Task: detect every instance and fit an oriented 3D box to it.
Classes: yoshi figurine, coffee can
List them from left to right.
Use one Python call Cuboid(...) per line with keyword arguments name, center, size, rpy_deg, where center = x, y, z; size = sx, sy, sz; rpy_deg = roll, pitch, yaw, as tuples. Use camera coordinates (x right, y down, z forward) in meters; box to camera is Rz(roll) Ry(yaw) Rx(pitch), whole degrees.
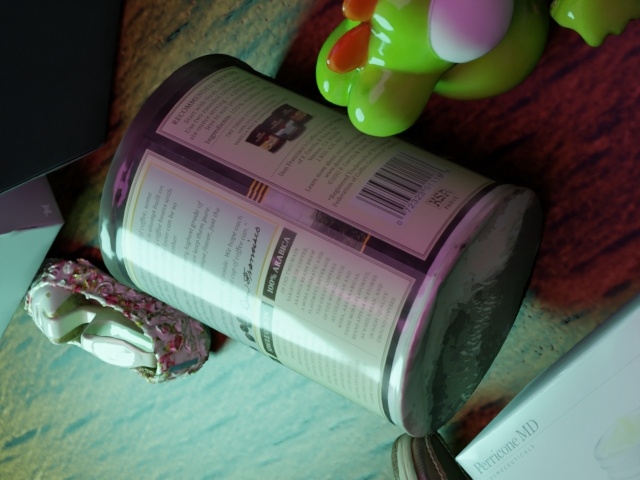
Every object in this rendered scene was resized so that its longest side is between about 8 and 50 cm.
Cuboid(name="coffee can", center=(0.000, 0.000, 1.148), size=(0.275, 0.201, 0.201), rpy_deg=(26, 125, 24))
Cuboid(name="yoshi figurine", center=(0.134, -0.226, 0.997), size=(0.203, 0.203, 0.362), rpy_deg=(24, 118, -24))

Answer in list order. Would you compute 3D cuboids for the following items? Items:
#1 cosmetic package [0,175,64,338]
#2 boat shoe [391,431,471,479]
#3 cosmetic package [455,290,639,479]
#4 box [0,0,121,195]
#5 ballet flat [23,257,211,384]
Cuboid(name="cosmetic package", center=(-0.342, 0.012, 1.421), size=(0.238, 0.127, 0.107), rpy_deg=(-53, 54, 47))
Cuboid(name="boat shoe", center=(0.154, 0.261, 1.251), size=(0.095, 0.095, 0.257), rpy_deg=(-28, 93, 18))
Cuboid(name="cosmetic package", center=(0.260, 0.158, 1.077), size=(0.225, 0.138, 0.224), rpy_deg=(49, 131, 8))
Cuboid(name="box", center=(-0.338, -0.258, 1.289), size=(0.312, 0.179, 0.343), rpy_deg=(29, 126, 24))
Cuboid(name="ballet flat", center=(-0.212, 0.074, 1.425), size=(0.241, 0.077, 0.091), rpy_deg=(15, 120, 31))
